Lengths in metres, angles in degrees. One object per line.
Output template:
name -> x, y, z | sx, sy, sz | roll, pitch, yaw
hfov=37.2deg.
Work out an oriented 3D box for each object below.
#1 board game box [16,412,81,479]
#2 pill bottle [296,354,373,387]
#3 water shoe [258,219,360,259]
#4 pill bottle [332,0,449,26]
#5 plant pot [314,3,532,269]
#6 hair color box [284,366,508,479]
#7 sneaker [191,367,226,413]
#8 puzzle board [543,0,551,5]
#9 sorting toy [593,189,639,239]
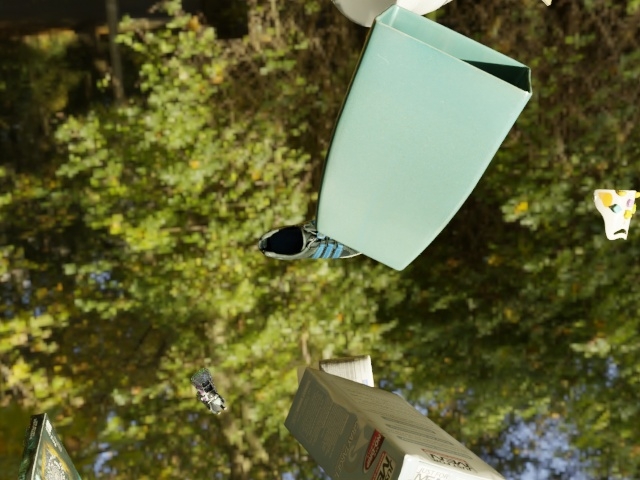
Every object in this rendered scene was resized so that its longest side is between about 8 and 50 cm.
board game box -> -0.367, 0.347, 1.314 | 0.026, 0.186, 0.126 | -11, -143, 3
pill bottle -> 0.027, 0.257, 1.766 | 0.137, 0.078, 0.078 | -6, -170, 1
water shoe -> 0.000, 0.000, 1.527 | 0.203, 0.072, 0.080 | -12, 180, 18
pill bottle -> 0.181, -0.491, 1.559 | 0.361, 0.204, 0.204 | -34, -153, -35
plant pot -> 0.092, -0.102, 1.008 | 0.166, 0.234, 0.165 | 27, -158, 2
hair color box -> 0.102, 0.319, 1.426 | 0.185, 0.113, 0.374 | 20, -177, -24
sneaker -> -0.183, 0.261, 1.613 | 0.038, 0.098, 0.069 | -37, -121, -19
puzzle board -> 0.409, -0.515, 1.766 | 0.096, 0.128, 0.011 | 31, 156, -34
sorting toy -> 0.453, -0.039, 1.444 | 0.083, 0.075, 0.045 | -2, -174, -42
